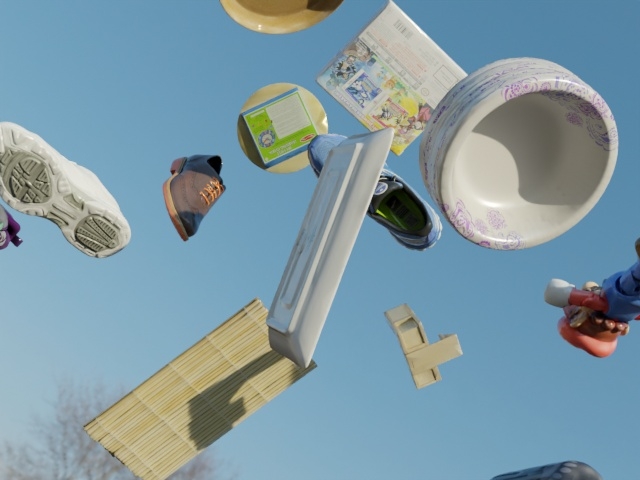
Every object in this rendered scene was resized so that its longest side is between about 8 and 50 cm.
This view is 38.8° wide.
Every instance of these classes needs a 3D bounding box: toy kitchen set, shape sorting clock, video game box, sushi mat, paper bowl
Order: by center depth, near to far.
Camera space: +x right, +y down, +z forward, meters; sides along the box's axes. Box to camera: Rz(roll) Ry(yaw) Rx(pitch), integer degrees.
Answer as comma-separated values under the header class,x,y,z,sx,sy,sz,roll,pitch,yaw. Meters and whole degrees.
class,x,y,z,sx,sy,sz,roll,pitch,yaw
toy kitchen set,0.131,0.126,1.145,0.075,0.068,0.083,-122,-169,-71
sushi mat,-0.168,0.221,1.283,0.151,0.316,0.019,49,8,-31
paper bowl,0.288,-0.138,1.377,0.284,0.284,0.148,53,5,-33
video game box,0.126,-0.279,1.572,0.205,0.048,0.187,41,-74,-17
shape sorting clock,-0.086,-0.253,2.061,0.206,0.206,0.040,29,-2,7

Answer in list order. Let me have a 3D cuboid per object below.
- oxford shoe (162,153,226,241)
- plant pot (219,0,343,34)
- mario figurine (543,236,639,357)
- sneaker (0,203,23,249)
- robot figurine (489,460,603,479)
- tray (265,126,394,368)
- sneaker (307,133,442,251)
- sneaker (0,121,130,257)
class,x,y,z,sx,sy,sz,roll,pitch,yaw
oxford shoe,-0.237,-0.095,1.740,0.098,0.271,0.097,-17,-56,8
plant pot,-0.057,-0.442,1.499,0.236,0.032,0.236,-11,-36,-8
mario figurine,0.563,0.089,1.744,0.198,0.170,0.320,42,-43,4
sneaker,-0.405,-0.032,1.053,0.098,0.083,0.224,38,0,-1
robot figurine,0.093,0.244,0.511,0.173,0.209,0.278,65,-22,9
tray,0.000,0.000,1.007,0.030,0.270,0.145,22,-4,-16
sneaker,0.112,-0.113,1.848,0.330,0.130,0.147,38,-3,9
sneaker,-0.353,-0.075,1.204,0.232,0.090,0.115,48,8,-33
